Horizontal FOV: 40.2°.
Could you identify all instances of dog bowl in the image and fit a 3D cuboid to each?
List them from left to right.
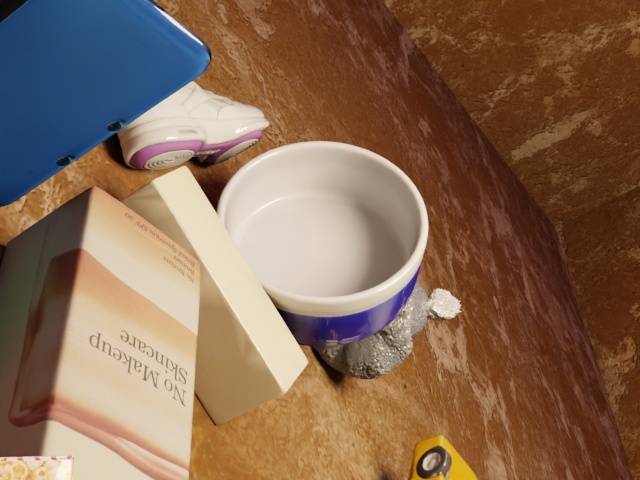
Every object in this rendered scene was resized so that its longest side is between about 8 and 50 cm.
[{"bbox_3d":[0.000,0.000,1.120,0.104,0.265,0.265,95,-11,-51],"label":"dog bowl"}]

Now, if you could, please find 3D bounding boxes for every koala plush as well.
[{"bbox_3d":[0.094,0.104,1.313,0.221,0.196,0.203,11,65,-61],"label":"koala plush"}]

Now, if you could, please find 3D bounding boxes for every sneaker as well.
[{"bbox_3d":[-0.170,-0.179,1.165,0.152,0.114,0.305,64,24,5],"label":"sneaker"}]

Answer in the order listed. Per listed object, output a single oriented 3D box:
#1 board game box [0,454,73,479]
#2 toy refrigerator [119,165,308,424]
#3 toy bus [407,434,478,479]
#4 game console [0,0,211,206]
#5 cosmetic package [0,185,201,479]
[{"bbox_3d":[-0.220,0.224,0.503,0.147,0.045,0.193,11,68,-37],"label":"board game box"},{"bbox_3d":[-0.133,0.060,0.989,0.269,0.102,0.094,58,24,-5],"label":"toy refrigerator"},{"bbox_3d":[0.134,0.408,1.097,0.108,0.130,0.332,49,26,-23],"label":"toy bus"},{"bbox_3d":[-0.285,-0.189,0.722,0.250,0.293,0.173,64,23,4],"label":"game console"},{"bbox_3d":[-0.201,0.117,0.753,0.153,0.129,0.296,41,31,-38],"label":"cosmetic package"}]
